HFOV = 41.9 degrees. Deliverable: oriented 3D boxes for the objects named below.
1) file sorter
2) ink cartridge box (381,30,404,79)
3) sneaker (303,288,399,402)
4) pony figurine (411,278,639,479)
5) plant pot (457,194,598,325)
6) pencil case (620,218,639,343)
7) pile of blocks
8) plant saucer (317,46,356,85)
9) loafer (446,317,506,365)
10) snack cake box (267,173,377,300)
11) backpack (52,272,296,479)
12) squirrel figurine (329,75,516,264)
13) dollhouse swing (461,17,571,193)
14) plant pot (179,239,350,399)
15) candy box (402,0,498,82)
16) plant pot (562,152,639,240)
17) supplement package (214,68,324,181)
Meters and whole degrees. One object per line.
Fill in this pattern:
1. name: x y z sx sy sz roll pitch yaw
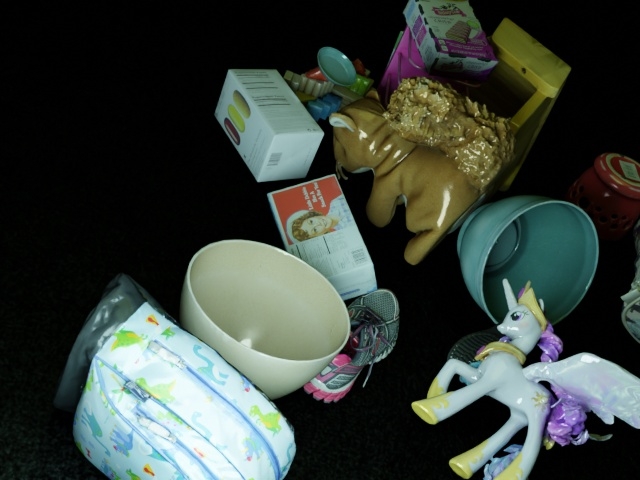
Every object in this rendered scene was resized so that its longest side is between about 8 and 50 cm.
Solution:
1. file sorter: 0.252 -0.345 2.077 0.202 0.291 0.182 18 43 -9
2. ink cartridge box: 0.255 -0.448 2.245 0.160 0.219 0.092 -15 51 -39
3. sneaker: 0.077 0.179 1.552 0.120 0.112 0.299 32 39 9
4. pony figurine: 0.378 0.281 1.490 0.351 0.303 0.363 43 64 8
5. plant pot: 0.416 0.026 1.794 0.293 0.293 0.196 3 19 -25
6. pencil case: 0.823 0.074 2.008 0.184 0.159 0.410 53 38 -16
7. pile of blocks: 0.032 -0.395 2.153 0.362 0.113 0.149 -25 60 -42
8. plant saucer: 0.037 -0.432 2.099 0.119 0.021 0.119 21 51 -28
9. loafer: 0.350 0.222 1.673 0.220 0.078 0.080 -22 40 -22
10. snack cake box: 0.000 0.000 1.682 0.152 0.089 0.264 -17 50 -3
11. backpack: -0.210 0.263 1.212 0.355 0.290 0.273 28 48 -7
12. squirrel figurine: 0.207 -0.209 1.821 0.370 0.397 0.281 44 48 12
13. dollhouse swing: 0.402 -0.296 2.068 0.305 0.347 0.315 -28 62 -32
14. plant pot: -0.117 0.161 1.396 0.284 0.191 0.284 20 33 -13
15. candy box: 0.304 -0.483 1.972 0.159 0.071 0.233 2 50 -22
16. plant pot: 0.757 -0.123 2.187 0.191 0.174 0.191 13 41 -11
17. supplement package: -0.123 -0.267 1.914 0.133 0.139 0.244 -8 49 -35
